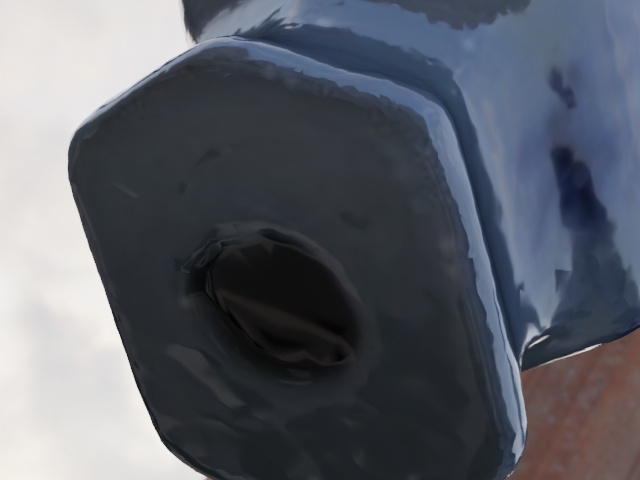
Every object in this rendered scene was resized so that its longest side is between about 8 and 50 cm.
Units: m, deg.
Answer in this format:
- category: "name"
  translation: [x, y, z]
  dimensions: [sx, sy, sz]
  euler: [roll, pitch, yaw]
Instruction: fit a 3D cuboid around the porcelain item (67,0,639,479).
- category: "porcelain item"
  translation: [0.062, -0.078, 0.751]
  dimensions: [0.179, 0.405, 0.242]
  euler: [-2, -60, 27]
